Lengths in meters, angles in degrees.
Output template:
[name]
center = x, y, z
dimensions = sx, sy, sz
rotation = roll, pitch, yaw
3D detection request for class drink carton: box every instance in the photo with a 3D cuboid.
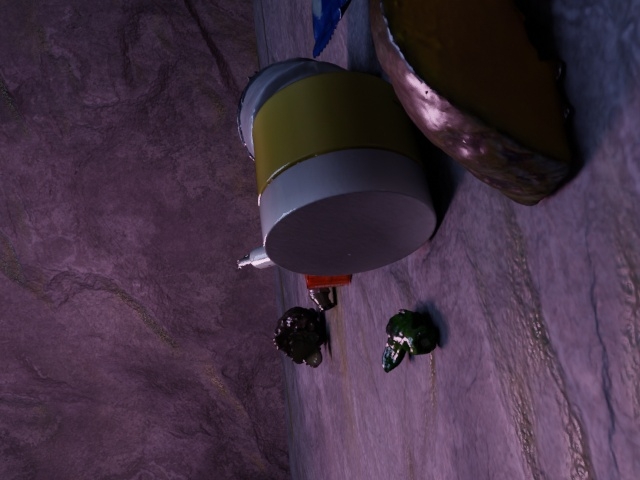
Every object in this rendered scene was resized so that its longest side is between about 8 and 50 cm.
[drink carton]
center = 0.000, 0.000, 1.377
dimensions = 0.071, 0.096, 0.222
rotation = 96, 166, -48

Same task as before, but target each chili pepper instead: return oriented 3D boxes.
[chili pepper]
center = 0.118, 0.140, 0.889
dimensions = 0.182, 0.050, 0.073
rotation = 105, 151, -70

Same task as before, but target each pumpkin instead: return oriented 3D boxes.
[pumpkin]
center = 0.100, -0.180, 0.546
dimensions = 0.169, 0.148, 0.312
rotation = 140, 129, -74

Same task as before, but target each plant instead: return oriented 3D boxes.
[plant]
center = -0.057, 0.268, 1.725
dimensions = 0.142, 0.131, 0.203
rotation = 45, 180, -10

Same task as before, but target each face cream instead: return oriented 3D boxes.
[face cream]
center = 0.025, -0.080, 0.806
dimensions = 0.218, 0.218, 0.179
rotation = 102, 162, -61

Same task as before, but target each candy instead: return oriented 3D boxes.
[candy]
center = 0.034, -0.453, 0.942
dimensions = 0.187, 0.077, 0.331
rotation = 156, 121, -77

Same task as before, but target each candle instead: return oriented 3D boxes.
[candle]
center = -0.026, -0.198, 1.050
dimensions = 0.342, 0.222, 0.221
rotation = -125, 31, -72

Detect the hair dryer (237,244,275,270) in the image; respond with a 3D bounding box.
[hair dryer]
center = -0.066, 0.003, 1.268
dimensions = 0.357, 0.108, 0.173
rotation = -17, 73, 41

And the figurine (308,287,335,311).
[figurine]
center = -0.010, 0.078, 1.543
dimensions = 0.114, 0.108, 0.195
rotation = 81, 165, -81

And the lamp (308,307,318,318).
[lamp]
center = -0.021, 0.266, 1.847
dimensions = 0.054, 0.041, 0.121
rotation = -151, 60, -68
